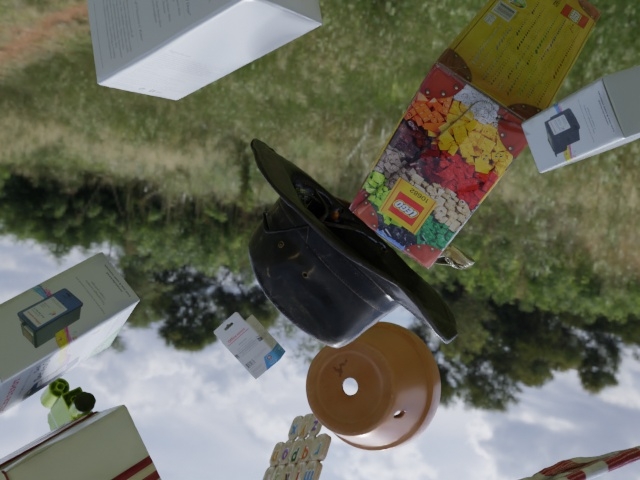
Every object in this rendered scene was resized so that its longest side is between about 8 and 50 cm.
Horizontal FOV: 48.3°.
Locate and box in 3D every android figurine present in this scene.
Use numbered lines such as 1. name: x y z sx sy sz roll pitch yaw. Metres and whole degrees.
1. android figurine: -0.495 0.404 1.458 0.056 0.248 0.273 -22 168 -40

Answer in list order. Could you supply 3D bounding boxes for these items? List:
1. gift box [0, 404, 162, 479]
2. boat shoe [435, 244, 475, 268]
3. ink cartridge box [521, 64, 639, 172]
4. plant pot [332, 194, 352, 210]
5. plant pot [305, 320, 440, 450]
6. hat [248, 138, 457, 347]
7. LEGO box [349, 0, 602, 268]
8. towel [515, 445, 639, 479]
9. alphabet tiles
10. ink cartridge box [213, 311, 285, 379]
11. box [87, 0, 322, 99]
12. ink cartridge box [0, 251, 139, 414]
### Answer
1. gift box: -0.381 0.374 0.957 0.258 0.277 0.255 -27 177 -46
2. boat shoe: 0.282 0.040 1.533 0.056 0.048 0.153 34 180 -17
3. ink cartridge box: 0.342 -0.147 0.844 0.127 0.073 0.175 -19 177 -14
4. plant pot: 0.000 0.000 1.686 0.166 0.165 0.167 7 -150 -4
5. plant pot: 0.096 0.317 1.551 0.290 0.291 0.203 9 175 24
6. hat: 0.004 0.034 0.854 0.331 0.134 0.331 42 -173 -7
7. LEGO box: 0.299 -0.248 1.362 0.193 0.373 0.500 35 -132 5
8. towel: 0.416 0.438 1.307 0.328 0.037 0.237 -12 160 -21
9. alphabet tiles: -0.067 0.577 1.839 0.021 0.278 0.284 33 147 -18
10. ink cartridge box: -0.197 0.282 1.989 0.180 0.104 0.060 48 -160 -2
11. box: -0.193 -0.386 1.114 0.345 0.215 0.168 -15 170 37
12. ink cartridge box: -0.365 0.127 0.940 0.212 0.093 0.154 -32 169 -46
